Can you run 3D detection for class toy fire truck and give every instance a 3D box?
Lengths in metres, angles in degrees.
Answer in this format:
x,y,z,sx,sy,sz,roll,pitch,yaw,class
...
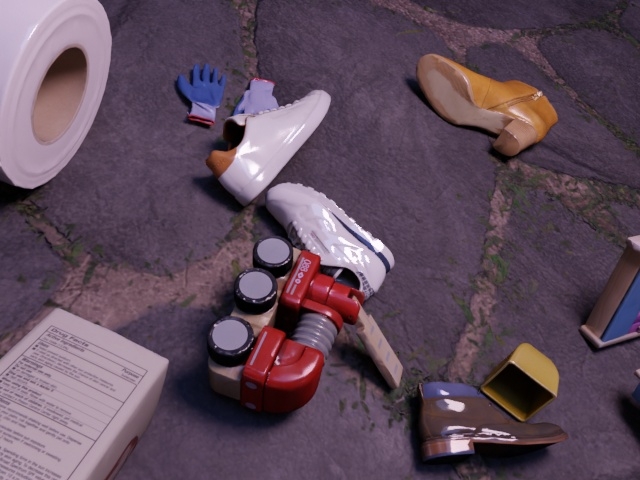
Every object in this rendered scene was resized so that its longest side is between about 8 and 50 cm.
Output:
x,y,z,sx,sy,sz,roll,pitch,yaw,class
-0.005,0.141,0.812,0.247,0.158,0.217,18,50,8,toy fire truck

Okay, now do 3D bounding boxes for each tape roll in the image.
x,y,z,sx,sy,sz,roll,pitch,yaw,class
-0.401,-0.217,0.831,0.100,0.286,0.286,23,51,-3,tape roll

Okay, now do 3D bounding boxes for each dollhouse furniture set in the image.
x,y,z,sx,sy,sz,roll,pitch,yaw,class
0.620,0.145,0.918,0.287,0.198,0.303,-9,40,-24,dollhouse furniture set

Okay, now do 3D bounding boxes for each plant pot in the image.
x,y,z,sx,sy,sz,roll,pitch,yaw,class
0.304,0.203,0.902,0.081,0.081,0.083,38,40,10,plant pot

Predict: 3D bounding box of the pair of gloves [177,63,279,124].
x,y,z,sx,sy,sz,roll,pitch,yaw,class
-0.166,-0.257,1.109,0.198,0.023,0.159,10,51,-13,pair of gloves

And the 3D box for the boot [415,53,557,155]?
x,y,z,sx,sy,sz,roll,pitch,yaw,class
0.358,-0.311,1.289,0.295,0.104,0.211,44,48,8,boot

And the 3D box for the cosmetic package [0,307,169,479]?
x,y,z,sx,sy,sz,roll,pitch,yaw,class
-0.291,0.222,0.593,0.153,0.129,0.296,25,33,3,cosmetic package

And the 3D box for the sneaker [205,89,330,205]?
x,y,z,sx,sy,sz,roll,pitch,yaw,class
-0.084,-0.193,1.020,0.123,0.106,0.290,42,52,-9,sneaker

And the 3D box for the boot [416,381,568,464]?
x,y,z,sx,sy,sz,roll,pitch,yaw,class
0.237,0.245,0.843,0.219,0.082,0.106,1,58,-16,boot

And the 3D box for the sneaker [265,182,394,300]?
x,y,z,sx,sy,sz,roll,pitch,yaw,class
0.000,0.000,0.942,0.235,0.090,0.095,35,61,10,sneaker
